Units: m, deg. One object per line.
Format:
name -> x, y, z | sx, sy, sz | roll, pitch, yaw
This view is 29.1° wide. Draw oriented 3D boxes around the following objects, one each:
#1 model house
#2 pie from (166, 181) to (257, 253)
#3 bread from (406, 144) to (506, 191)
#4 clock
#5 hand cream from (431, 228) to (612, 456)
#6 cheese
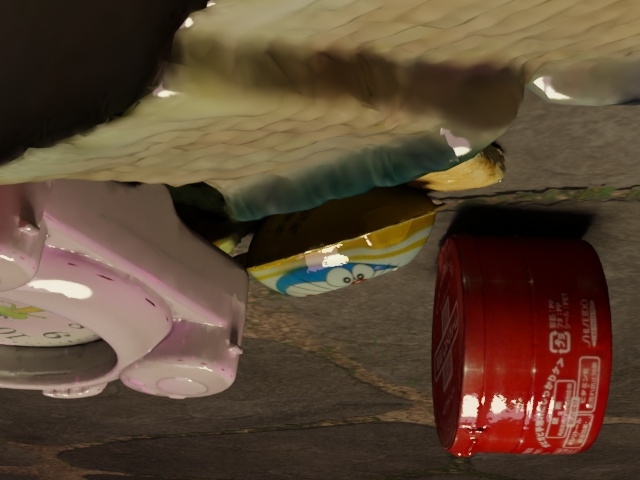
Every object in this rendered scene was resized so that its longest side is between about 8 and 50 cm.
model house -> 0.039, -0.136, 0.425 | 0.284, 0.243, 0.298 | 10, 164, -41
pie -> -0.190, -0.043, 0.929 | 0.302, 0.067, 0.302 | 3, 160, 1
bread -> 0.093, -0.058, 0.894 | 0.070, 0.035, 0.083 | -9, 163, 31
clock -> -0.243, 0.026, 0.871 | 0.322, 0.113, 0.295 | -8, 153, 30
hand cream -> 0.166, 0.088, 1.051 | 0.125, 0.193, 0.193 | 3, 160, -4
cheese -> 0.000, 0.000, 0.983 | 0.177, 0.069, 0.270 | -19, -177, -27
